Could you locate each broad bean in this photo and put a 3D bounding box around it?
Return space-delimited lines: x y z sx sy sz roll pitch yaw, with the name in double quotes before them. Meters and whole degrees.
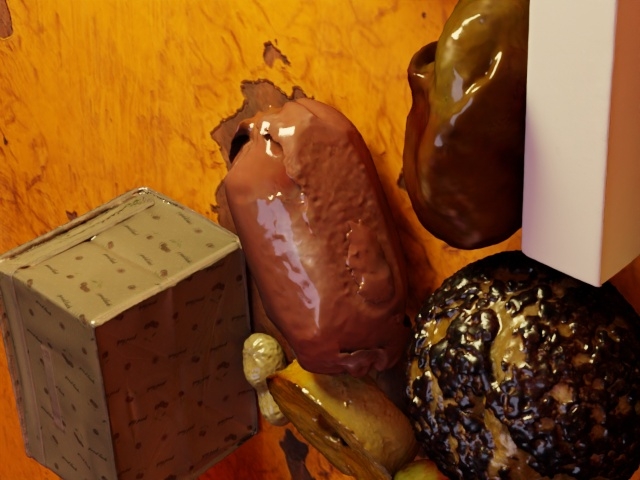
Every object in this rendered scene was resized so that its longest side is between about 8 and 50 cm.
"broad bean" 0.126 -0.099 1.138 0.122 0.156 0.228 23 136 33

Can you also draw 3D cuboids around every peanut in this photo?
"peanut" -0.058 0.160 1.613 0.054 0.054 0.113 -8 104 51

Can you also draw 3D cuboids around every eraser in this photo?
"eraser" 0.206 -0.114 1.051 0.078 0.076 0.298 27 135 37

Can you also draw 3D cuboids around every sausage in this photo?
"sausage" 0.000 0.000 1.357 0.152 0.152 0.279 -2 113 50

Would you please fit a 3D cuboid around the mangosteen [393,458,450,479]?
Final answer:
"mangosteen" 0.154 0.299 1.347 0.228 0.228 0.265 -32 56 53

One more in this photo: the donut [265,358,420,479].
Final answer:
"donut" 0.030 0.180 1.470 0.174 0.074 0.190 47 163 3

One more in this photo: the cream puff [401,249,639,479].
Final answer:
"cream puff" 0.174 0.126 1.216 0.239 0.165 0.239 19 119 38

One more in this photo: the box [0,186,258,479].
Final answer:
"box" -0.217 0.132 1.636 0.190 0.225 0.297 28 134 36
